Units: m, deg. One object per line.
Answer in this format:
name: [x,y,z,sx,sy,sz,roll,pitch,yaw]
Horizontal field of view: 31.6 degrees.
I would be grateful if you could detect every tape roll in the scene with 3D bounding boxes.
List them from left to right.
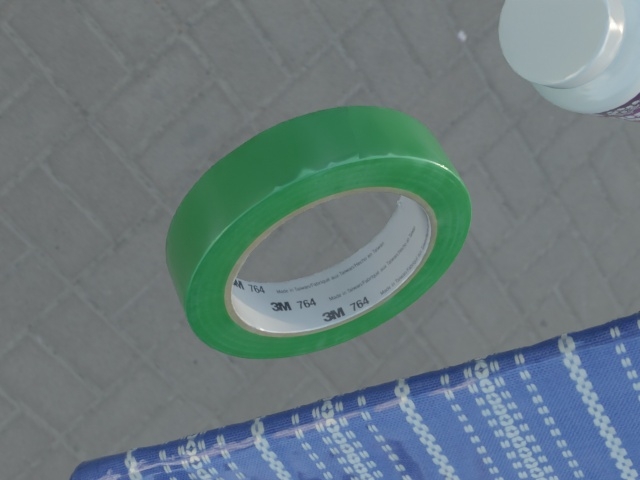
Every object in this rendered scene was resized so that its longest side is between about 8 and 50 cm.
tape roll: [0.000,0.000,1.193,0.321,0.077,0.321,-17,144,-13]

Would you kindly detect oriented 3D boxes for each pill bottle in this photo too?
pill bottle: [0.325,-0.221,1.262,0.301,0.169,0.169,-1,112,-51]

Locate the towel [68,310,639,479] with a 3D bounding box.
towel: [0.070,0.152,0.548,0.336,0.040,0.243,-19,121,24]
